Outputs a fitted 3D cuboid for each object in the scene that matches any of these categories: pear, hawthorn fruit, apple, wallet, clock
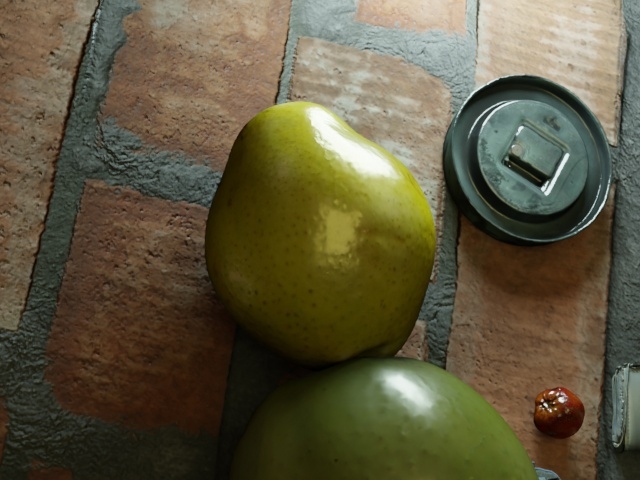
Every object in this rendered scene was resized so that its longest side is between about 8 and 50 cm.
[{"bbox_3d":[0.000,0.000,1.691,0.362,0.362,0.418,-17,75,-19],"label":"pear"},{"bbox_3d":[0.412,0.297,1.868,0.093,0.093,0.093,4,75,-14],"label":"hawthorn fruit"},{"bbox_3d":[0.085,0.387,1.567,0.473,0.473,0.474,4,75,-14],"label":"apple"},{"bbox_3d":[0.633,0.306,1.932,0.231,0.069,0.170,9,79,-12],"label":"wallet"},{"bbox_3d":[0.376,-0.144,1.976,0.318,0.066,0.319,3,76,-14],"label":"clock"}]

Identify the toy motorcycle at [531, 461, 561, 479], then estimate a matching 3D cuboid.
[{"bbox_3d":[0.333,0.525,1.725,0.125,0.212,0.359,-2,73,-15],"label":"toy motorcycle"}]
